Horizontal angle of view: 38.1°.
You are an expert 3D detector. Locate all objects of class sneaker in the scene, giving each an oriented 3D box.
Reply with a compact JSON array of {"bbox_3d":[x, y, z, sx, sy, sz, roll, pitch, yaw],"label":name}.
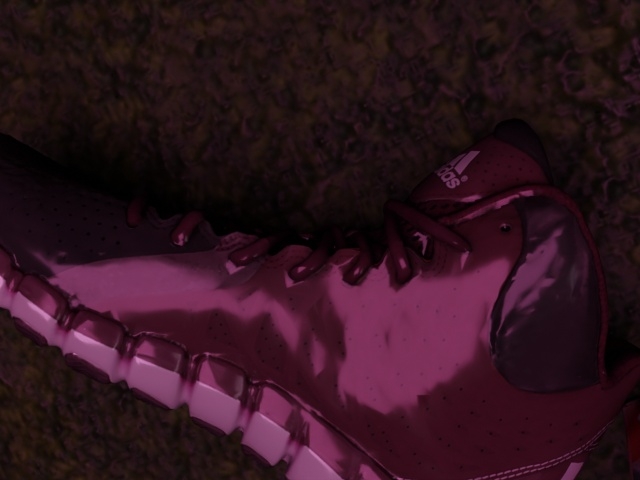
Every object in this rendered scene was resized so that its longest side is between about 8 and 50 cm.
[{"bbox_3d":[0.000,0.000,0.360,0.281,0.106,0.162,34,104,-5],"label":"sneaker"}]

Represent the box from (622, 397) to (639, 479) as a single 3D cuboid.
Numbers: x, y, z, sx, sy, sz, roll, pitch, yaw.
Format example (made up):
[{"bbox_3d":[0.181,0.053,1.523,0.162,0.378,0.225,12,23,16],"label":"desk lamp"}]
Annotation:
[{"bbox_3d":[0.232,0.179,0.299,0.142,0.154,0.300,-28,95,20],"label":"box"}]
